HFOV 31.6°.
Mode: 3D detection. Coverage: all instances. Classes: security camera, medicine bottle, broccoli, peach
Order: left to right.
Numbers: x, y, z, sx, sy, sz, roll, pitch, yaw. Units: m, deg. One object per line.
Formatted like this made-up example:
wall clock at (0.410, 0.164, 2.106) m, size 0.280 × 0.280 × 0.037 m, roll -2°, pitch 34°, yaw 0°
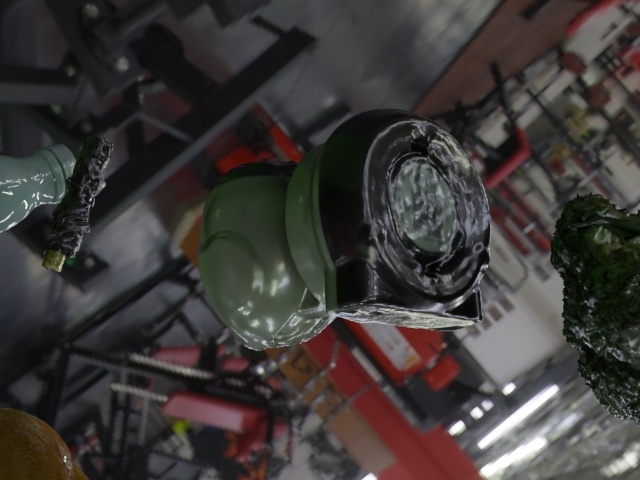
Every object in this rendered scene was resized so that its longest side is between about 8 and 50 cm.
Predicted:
medicine bottle at (-0.371, -0.048, 1.236) m, size 0.217 × 0.090 × 0.090 m, roll -22°, pitch 164°, yaw -38°
peach at (-0.301, 0.289, 1.176) m, size 0.153 × 0.251 × 0.251 m, roll -30°, pitch 174°, yaw 5°
security camera at (0.000, 0.000, 1.056) m, size 0.197 × 0.191 × 0.277 m, roll 10°, pitch 160°, yaw -43°
broccoli at (0.338, 0.043, 0.976) m, size 0.283 × 0.304 × 0.321 m, roll -51°, pitch -149°, yaw 13°

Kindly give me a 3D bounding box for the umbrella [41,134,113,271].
umbrella at (-0.247, -0.037, 1.147) m, size 0.037 × 0.040 × 0.144 m, roll 31°, pitch 75°, yaw -57°
